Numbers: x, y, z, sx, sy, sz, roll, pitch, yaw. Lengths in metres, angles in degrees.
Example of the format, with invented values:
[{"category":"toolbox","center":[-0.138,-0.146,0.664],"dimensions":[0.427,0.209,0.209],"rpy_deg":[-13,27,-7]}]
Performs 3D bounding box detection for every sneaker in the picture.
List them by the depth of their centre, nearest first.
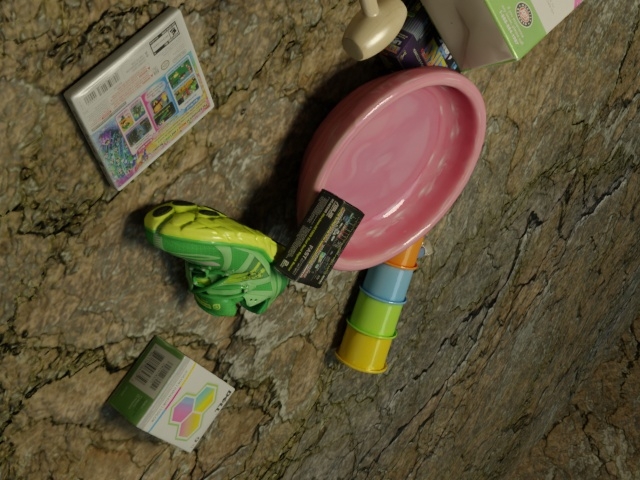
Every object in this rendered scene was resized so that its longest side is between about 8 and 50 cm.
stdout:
[{"category":"sneaker","center":[-0.120,0.035,1.202],"dimensions":[0.124,0.109,0.295],"rpy_deg":[-63,149,-2]}]

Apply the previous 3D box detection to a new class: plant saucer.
[{"category":"plant saucer","center":[0.091,-0.109,1.365],"dimensions":[0.332,0.084,0.332],"rpy_deg":[-29,143,-24]}]

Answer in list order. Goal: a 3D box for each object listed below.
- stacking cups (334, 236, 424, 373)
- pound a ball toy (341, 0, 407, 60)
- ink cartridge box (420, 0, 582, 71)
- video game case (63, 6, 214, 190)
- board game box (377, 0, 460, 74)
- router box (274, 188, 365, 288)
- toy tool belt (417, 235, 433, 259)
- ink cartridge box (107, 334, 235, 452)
[{"category":"stacking cups","center":[0.108,0.061,1.578],"dimensions":[0.096,0.096,0.316],"rpy_deg":[-9,119,-52]},{"category":"pound a ball toy","center":[0.002,-0.366,0.948],"dimensions":[0.135,0.208,0.319],"rpy_deg":[-41,143,-28]},{"category":"ink cartridge box","center":[0.288,-0.416,1.324],"dimensions":[0.353,0.119,0.207],"rpy_deg":[-42,111,-26]},{"category":"video game case","center":[-0.190,-0.151,1.033],"dimensions":[0.157,0.019,0.143],"rpy_deg":[-46,147,-23]},{"category":"board game box","center":[0.159,-0.284,1.398],"dimensions":[0.141,0.048,0.170],"rpy_deg":[-57,149,-8]},{"category":"router box","center":[0.000,0.000,1.239],"dimensions":[0.122,0.038,0.092],"rpy_deg":[-59,159,2]},{"category":"toy tool belt","center":[0.158,0.006,1.647],"dimensions":[0.083,0.052,0.051],"rpy_deg":[-20,100,-51]},{"category":"ink cartridge box","center":[-0.187,0.220,1.303],"dimensions":[0.109,0.062,0.209],"rpy_deg":[-55,149,-10]}]
